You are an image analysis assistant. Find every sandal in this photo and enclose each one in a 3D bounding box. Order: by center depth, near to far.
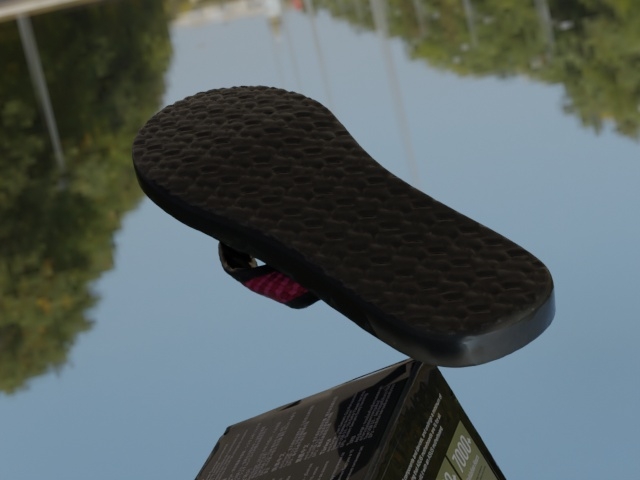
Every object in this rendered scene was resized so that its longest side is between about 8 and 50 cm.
[{"bbox_3d":[0.000,0.000,0.532,0.067,0.040,0.179,-28,-139,-25],"label":"sandal"}]

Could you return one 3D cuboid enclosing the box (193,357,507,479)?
[{"bbox_3d":[0.012,0.143,0.457,0.077,0.147,0.180,-23,-162,28],"label":"box"}]
